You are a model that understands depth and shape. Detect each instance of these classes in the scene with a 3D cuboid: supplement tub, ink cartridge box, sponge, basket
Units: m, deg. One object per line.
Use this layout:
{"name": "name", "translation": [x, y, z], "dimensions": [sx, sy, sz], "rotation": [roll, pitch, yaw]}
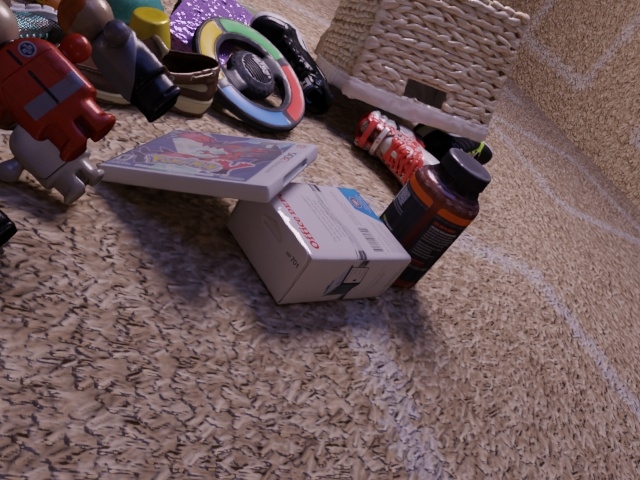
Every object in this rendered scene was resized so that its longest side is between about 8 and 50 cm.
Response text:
{"name": "supplement tub", "translation": [0.148, -0.032, 0.891], "dimensions": [0.106, 0.197, 0.106], "rotation": [28, 30, -18]}
{"name": "ink cartridge box", "translation": [0.000, 0.000, 0.797], "dimensions": [0.191, 0.082, 0.139], "rotation": [0, 44, -46]}
{"name": "sponge", "translation": [-0.199, -0.379, 1.126], "dimensions": [0.117, 0.031, 0.210], "rotation": [37, 43, -21]}
{"name": "basket", "translation": [0.199, -0.407, 1.352], "dimensions": [0.329, 0.266, 0.331], "rotation": [15, 18, -19]}

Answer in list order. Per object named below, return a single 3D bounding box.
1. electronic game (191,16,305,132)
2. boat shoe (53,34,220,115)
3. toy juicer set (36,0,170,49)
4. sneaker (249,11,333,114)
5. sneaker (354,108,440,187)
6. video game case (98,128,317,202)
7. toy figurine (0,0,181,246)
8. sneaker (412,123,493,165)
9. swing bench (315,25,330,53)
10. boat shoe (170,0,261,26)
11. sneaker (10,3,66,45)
{"name": "electronic game", "translation": [-0.116, -0.280, 1.075], "dimensions": [0.229, 0.048, 0.229], "rotation": [29, 43, -31]}
{"name": "boat shoe", "translation": [-0.247, -0.243, 0.874], "dimensions": [0.258, 0.095, 0.095], "rotation": [-6, 49, -52]}
{"name": "toy juicer set", "translation": [-0.352, -0.386, 1.006], "dimensions": [0.210, 0.089, 0.328], "rotation": [2, 44, -21]}
{"name": "sneaker", "translation": [-0.044, -0.329, 1.201], "dimensions": [0.217, 0.079, 0.121], "rotation": [42, 19, -37]}
{"name": "sneaker", "translation": [0.141, -0.157, 1.195], "dimensions": [0.145, 0.090, 0.270], "rotation": [23, 27, -22]}
{"name": "video game case", "translation": [-0.125, -0.095, 0.759], "dimensions": [0.202, 0.023, 0.183], "rotation": [8, 24, 14]}
{"name": "toy figurine", "translation": [-0.251, -0.115, 0.547], "dimensions": [0.148, 0.213, 0.209], "rotation": [48, 27, -9]}
{"name": "sneaker", "translation": [0.305, -0.197, 1.463], "dimensions": [0.235, 0.084, 0.097], "rotation": [11, 42, -26]}
{"name": "swing bench", "translation": [0.150, -0.509, 1.664], "dimensions": [0.255, 0.165, 0.253], "rotation": [35, 28, -3]}
{"name": "boat shoe", "translation": [-0.182, -0.425, 1.252], "dimensions": [0.228, 0.069, 0.081], "rotation": [9, 57, -41]}
{"name": "sneaker", "translation": [-0.384, -0.259, 0.799], "dimensions": [0.167, 0.065, 0.076], "rotation": [4, 58, -41]}
